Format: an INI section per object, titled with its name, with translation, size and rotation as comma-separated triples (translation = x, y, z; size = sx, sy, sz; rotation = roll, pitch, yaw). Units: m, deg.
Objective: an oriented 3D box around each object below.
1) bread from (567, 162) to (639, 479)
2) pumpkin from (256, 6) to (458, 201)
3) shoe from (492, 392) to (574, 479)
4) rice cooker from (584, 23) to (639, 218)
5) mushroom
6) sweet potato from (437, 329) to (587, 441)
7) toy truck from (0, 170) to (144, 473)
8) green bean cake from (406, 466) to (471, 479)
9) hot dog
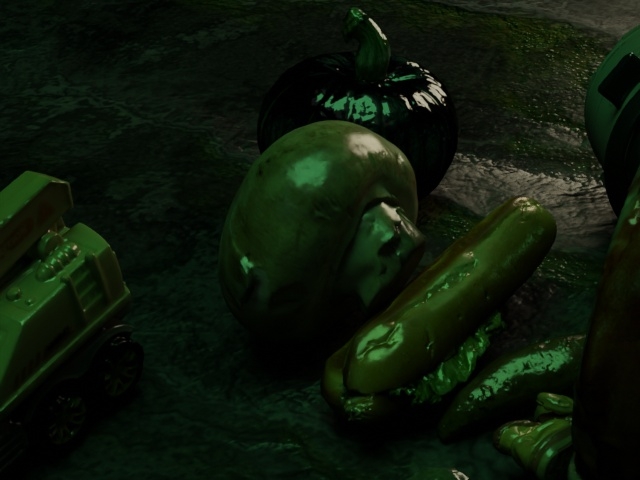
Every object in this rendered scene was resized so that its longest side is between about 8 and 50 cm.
[bread]
translation = 0.278, 0.071, 0.908
size = 0.114, 0.328, 0.295
rotation = 15, 59, 23
[pumpkin]
translation = 0.048, -0.159, 1.422
size = 0.247, 0.248, 0.248
rotation = -6, 32, 4
[shoe]
translation = 0.201, 0.167, 1.025
size = 0.069, 0.072, 0.109
rotation = 23, 44, 33
[rice cooker]
translation = 0.412, -0.115, 1.274
size = 0.280, 0.241, 0.227
rotation = 34, 23, -18
[mushroom]
translation = 0.000, 0.000, 1.195
size = 0.184, 0.255, 0.255
rotation = 37, 48, 13
[sweet potato]
translation = 0.228, 0.116, 1.107
size = 0.273, 0.067, 0.067
rotation = -24, 35, -13
[toy truck]
translation = -0.346, 0.118, 1.076
size = 0.180, 0.254, 0.405
rotation = 19, 44, 30
[green bean cake]
translation = 0.084, 0.275, 0.861
size = 0.185, 0.094, 0.183
rotation = -28, 37, -28
[hot dog]
translation = 0.122, 0.077, 1.154
size = 0.100, 0.135, 0.337
rotation = 49, 53, 2
